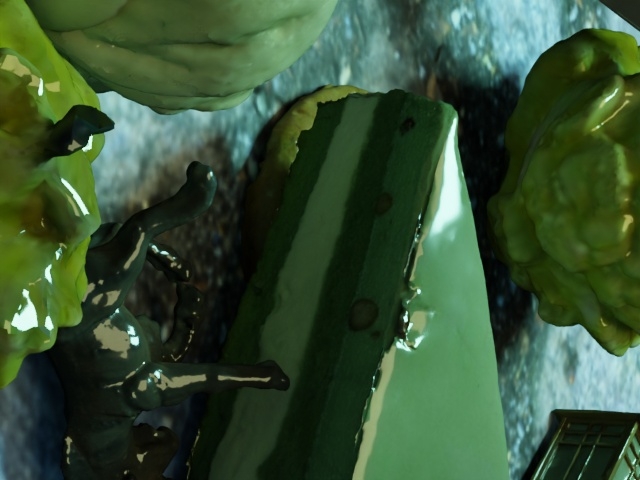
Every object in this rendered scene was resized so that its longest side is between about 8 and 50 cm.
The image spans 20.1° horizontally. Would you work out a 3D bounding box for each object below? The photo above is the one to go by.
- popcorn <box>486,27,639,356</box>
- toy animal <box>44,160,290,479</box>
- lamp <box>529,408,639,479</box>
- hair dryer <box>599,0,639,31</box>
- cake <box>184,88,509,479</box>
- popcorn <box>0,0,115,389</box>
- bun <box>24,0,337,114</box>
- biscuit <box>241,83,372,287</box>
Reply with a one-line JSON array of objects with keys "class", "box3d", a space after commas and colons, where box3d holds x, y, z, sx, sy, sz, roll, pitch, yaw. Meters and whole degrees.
[{"class": "popcorn", "box3d": [0.228, -0.032, 1.383, 0.259, 0.259, 0.212, 23, 108, -50]}, {"class": "toy animal", "box3d": [-0.112, 0.058, 1.049, 0.148, 0.084, 0.233, -37, 122, -30]}, {"class": "lamp", "box3d": [0.174, 0.274, 1.414, 0.325, 0.090, 0.089, -55, 130, -38]}, {"class": "hair dryer", "box3d": [0.244, -0.192, 1.344, 0.210, 0.352, 0.125, -17, 145, -52]}, {"class": "cake", "box3d": [0.047, 0.061, 1.159, 0.172, 0.158, 0.284, 26, 76, -42]}, {"class": "popcorn", "box3d": [-0.210, -0.023, 0.818, 0.249, 0.225, 0.249, -2, 93, -47]}, {"class": "bun", "box3d": [-0.108, -0.162, 0.946, 0.259, 0.259, 0.160, 45, 60, -42]}, {"class": "biscuit", "box3d": [0.001, 0.000, 1.241, 0.144, 0.033, 0.224, 5, 85, -52]}]
